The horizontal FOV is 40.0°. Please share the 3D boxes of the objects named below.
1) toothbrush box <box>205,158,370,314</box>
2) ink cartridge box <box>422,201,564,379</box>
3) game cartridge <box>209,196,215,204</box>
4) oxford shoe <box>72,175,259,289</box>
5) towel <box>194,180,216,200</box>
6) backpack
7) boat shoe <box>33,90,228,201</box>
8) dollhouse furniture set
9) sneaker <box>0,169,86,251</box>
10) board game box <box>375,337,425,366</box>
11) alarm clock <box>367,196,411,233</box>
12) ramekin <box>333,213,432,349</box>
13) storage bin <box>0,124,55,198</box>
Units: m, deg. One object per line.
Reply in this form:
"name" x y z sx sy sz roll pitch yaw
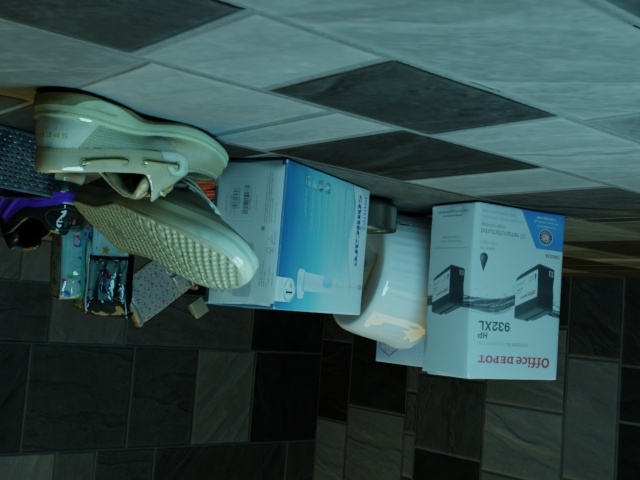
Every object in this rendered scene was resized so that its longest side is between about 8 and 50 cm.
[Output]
"toothbrush box" -0.041 0.003 1.375 0.126 0.217 0.295 2 176 28
"ink cartridge box" 0.317 0.096 1.601 0.223 0.308 0.129 7 175 -32
"game cartridge" -0.155 -0.062 1.536 0.083 0.017 0.056 7 168 -23
"oxford shoe" -0.212 -0.042 1.221 0.449 0.130 0.169 17 148 55
"towel" -0.213 -0.091 1.520 0.198 0.031 0.274 0 174 33
"backpack" -0.504 0.035 1.966 0.191 0.254 0.225 11 176 -23
"boat shoe" -0.219 -0.095 1.044 0.109 0.098 0.302 2 175 28
"dollhouse furniture set" -0.462 0.121 2.269 0.303 0.356 0.173 -37 -161 -28
"sneaker" -0.542 -0.055 1.536 0.293 0.146 0.102 1 174 32
"board game box" 0.260 0.124 1.940 0.065 0.318 0.318 8 173 -38
"alarm clock" 0.090 -0.044 1.603 0.192 0.064 0.129 11 172 -35
"ramekin" 0.128 0.071 1.761 0.135 0.277 0.277 15 171 -23
"storage bin" -0.459 -0.110 1.186 0.122 0.085 0.180 2 174 32
